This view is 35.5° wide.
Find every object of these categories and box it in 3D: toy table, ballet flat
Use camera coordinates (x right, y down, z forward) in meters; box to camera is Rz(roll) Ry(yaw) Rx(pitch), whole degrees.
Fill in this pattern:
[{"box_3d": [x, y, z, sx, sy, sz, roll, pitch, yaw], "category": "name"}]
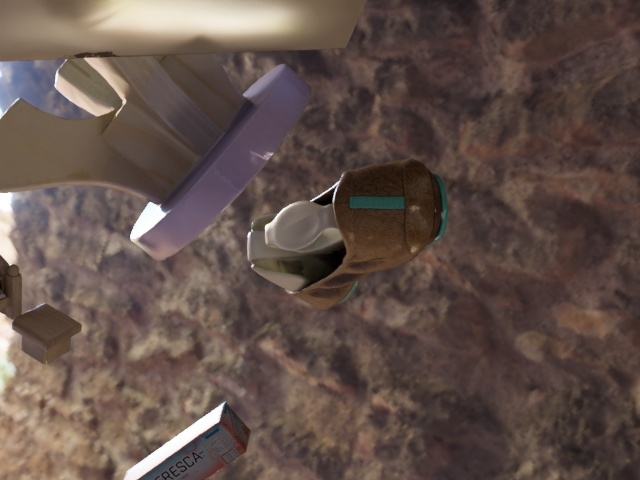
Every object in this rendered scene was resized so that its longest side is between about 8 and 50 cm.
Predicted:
[{"box_3d": [-0.130, -0.102, 0.771, 0.161, 0.252, 0.274, 40, -24, -12], "category": "toy table"}, {"box_3d": [0.000, 0.000, 0.977, 0.342, 0.124, 0.116, 152, -64, -69], "category": "ballet flat"}]

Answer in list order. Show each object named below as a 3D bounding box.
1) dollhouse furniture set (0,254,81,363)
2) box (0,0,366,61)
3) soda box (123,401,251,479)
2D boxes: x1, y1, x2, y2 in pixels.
[{"box_3d": [-0.439, 0.014, 0.861, 0.355, 0.303, 0.174, 25, -58, 22], "category": "dollhouse furniture set"}, {"box_3d": [-0.109, -0.177, 0.594, 0.094, 0.275, 0.113, 117, -39, -51], "category": "box"}, {"box_3d": [-0.183, 0.299, 1.353, 0.058, 0.183, 0.063, 52, 11, -12], "category": "soda box"}]
